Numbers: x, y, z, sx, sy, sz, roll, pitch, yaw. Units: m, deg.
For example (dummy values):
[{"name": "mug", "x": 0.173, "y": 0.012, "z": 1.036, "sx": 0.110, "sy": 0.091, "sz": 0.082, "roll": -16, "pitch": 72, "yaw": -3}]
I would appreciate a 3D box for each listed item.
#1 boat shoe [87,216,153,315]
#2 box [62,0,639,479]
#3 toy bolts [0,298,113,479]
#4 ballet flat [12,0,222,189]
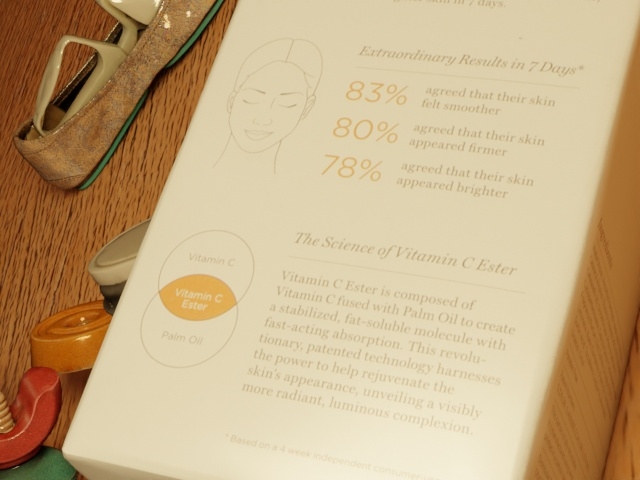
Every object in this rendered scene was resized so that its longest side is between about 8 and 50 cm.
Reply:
[{"name": "boat shoe", "x": 0.000, "y": 0.000, "z": 0.967, "sx": 0.335, "sy": 0.095, "sz": 0.112, "roll": -18, "pitch": 24, "yaw": 25}, {"name": "box", "x": 0.049, "y": 0.001, "z": 0.740, "sx": 0.215, "sy": 0.168, "sz": 0.345, "roll": 8, "pitch": 64, "yaw": 23}, {"name": "toy bolts", "x": -0.221, "y": 0.165, "z": 1.150, "sx": 0.218, "sy": 0.158, "sz": 0.228, "roll": -17, "pitch": 17, "yaw": -11}, {"name": "ballet flat", "x": -0.200, "y": -0.195, "z": 1.438, "sx": 0.316, "sy": 0.106, "sz": 0.107, "roll": -56, "pitch": 30, "yaw": 2}]
